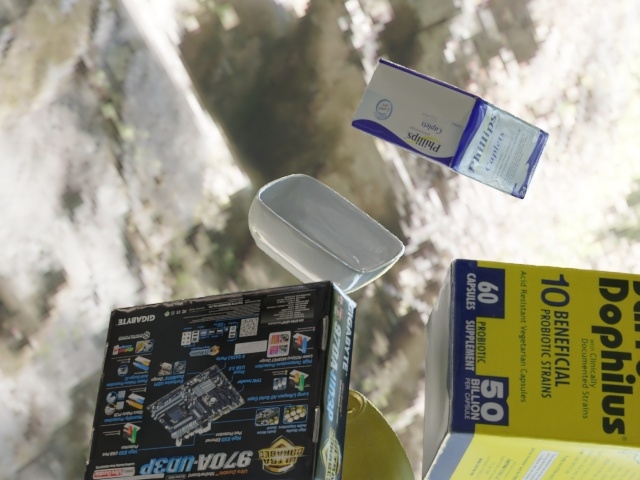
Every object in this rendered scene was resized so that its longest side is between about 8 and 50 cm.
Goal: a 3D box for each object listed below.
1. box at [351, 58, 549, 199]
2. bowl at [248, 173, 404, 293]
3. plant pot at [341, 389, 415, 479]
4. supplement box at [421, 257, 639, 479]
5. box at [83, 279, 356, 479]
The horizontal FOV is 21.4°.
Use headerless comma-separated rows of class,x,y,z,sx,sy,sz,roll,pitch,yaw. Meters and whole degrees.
box,0.123,-0.104,1.584,0.126,0.137,0.072,26,-85,38
bowl,0.000,0.000,1.652,0.053,0.142,0.142,-58,167,24
plant pot,0.016,0.198,1.599,0.134,0.095,0.134,-9,-154,4
supplement box,0.295,0.157,1.780,0.356,0.195,0.194,5,-116,-4
box,-0.084,0.131,1.399,0.220,0.051,0.175,-9,-120,25
